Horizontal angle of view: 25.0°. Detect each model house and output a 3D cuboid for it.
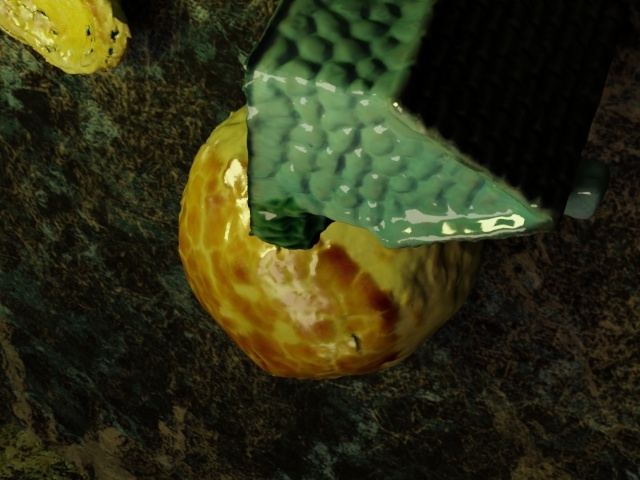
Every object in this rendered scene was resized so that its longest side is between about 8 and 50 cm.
[{"bbox_3d":[0.140,-0.153,1.448,0.339,0.360,0.297,15,141,12],"label":"model house"}]

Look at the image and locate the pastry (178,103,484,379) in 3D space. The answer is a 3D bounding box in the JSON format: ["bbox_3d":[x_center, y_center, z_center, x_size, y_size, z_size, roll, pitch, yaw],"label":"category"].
[{"bbox_3d":[0.000,0.000,1.757,0.389,0.312,0.388,21,139,19],"label":"pastry"}]

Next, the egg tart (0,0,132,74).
[{"bbox_3d":[-0.339,-0.340,1.853,0.291,0.107,0.290,28,149,18],"label":"egg tart"}]
